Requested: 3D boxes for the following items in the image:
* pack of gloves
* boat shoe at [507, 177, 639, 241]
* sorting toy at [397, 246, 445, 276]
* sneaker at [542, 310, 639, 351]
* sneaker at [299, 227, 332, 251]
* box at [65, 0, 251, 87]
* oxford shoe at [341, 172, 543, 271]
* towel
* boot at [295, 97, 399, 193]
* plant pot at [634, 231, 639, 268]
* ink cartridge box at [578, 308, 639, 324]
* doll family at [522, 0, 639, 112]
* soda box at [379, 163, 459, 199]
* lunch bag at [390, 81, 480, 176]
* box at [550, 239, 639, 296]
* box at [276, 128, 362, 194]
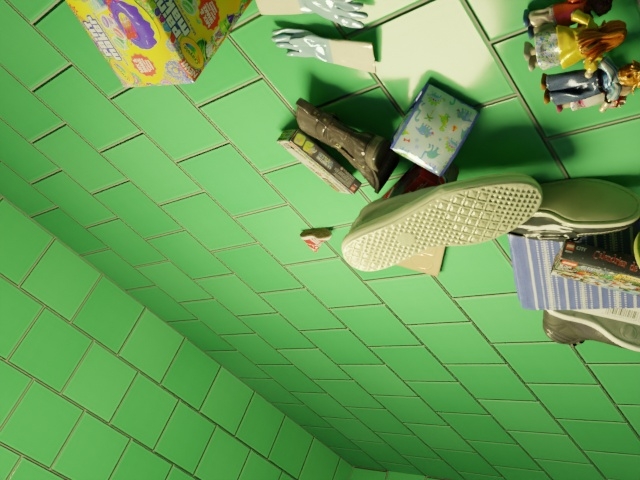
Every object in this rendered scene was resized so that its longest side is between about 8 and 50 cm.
[{"bbox_3d":[-0.002,-0.427,1.246,0.232,0.046,0.195,16,159,19],"label":"pack of gloves"},{"bbox_3d":[0.510,-0.049,1.365,0.340,0.127,0.113,0,142,36],"label":"boat shoe"},{"bbox_3d":[0.239,0.017,1.731,0.193,0.038,0.208,16,152,13],"label":"sorting toy"},{"bbox_3d":[0.721,0.233,1.670,0.295,0.104,0.147,20,150,17],"label":"sneaker"},{"bbox_3d":[0.000,0.000,1.851,0.118,0.042,0.067,1,138,44],"label":"sneaker"},{"bbox_3d":[-0.295,-0.474,1.126,0.177,0.279,0.290,5,144,28],"label":"box"},{"bbox_3d":[0.247,-0.060,1.381,0.449,0.130,0.169,-19,124,28],"label":"oxford shoe"},{"bbox_3d":[0.610,0.056,1.466,0.336,0.040,0.243,-4,121,27],"label":"towel"},{"bbox_3d":[0.057,-0.221,1.455,0.229,0.091,0.263,31,170,18],"label":"boot"},{"bbox_3d":[0.767,-0.015,1.153,0.276,0.276,0.254,22,136,4],"label":"plant pot"},{"bbox_3d":[0.646,0.068,1.513,0.275,0.060,0.239,12,128,19],"label":"ink cartridge box"},{"bbox_3d":[0.444,-0.289,1.061,0.163,0.118,0.263,-5,138,38],"label":"doll family"},{"bbox_3d":[0.217,-0.100,1.521,0.092,0.083,0.263,29,147,-10],"label":"soda box"},{"bbox_3d":[0.234,-0.232,1.312,0.128,0.096,0.151,27,119,-5],"label":"lunch bag"},{"bbox_3d":[0.620,0.066,1.354,0.233,0.044,0.159,14,169,16],"label":"box"},{"bbox_3d":[-0.004,-0.188,1.538,0.207,0.036,0.114,38,174,-21],"label":"box"}]
